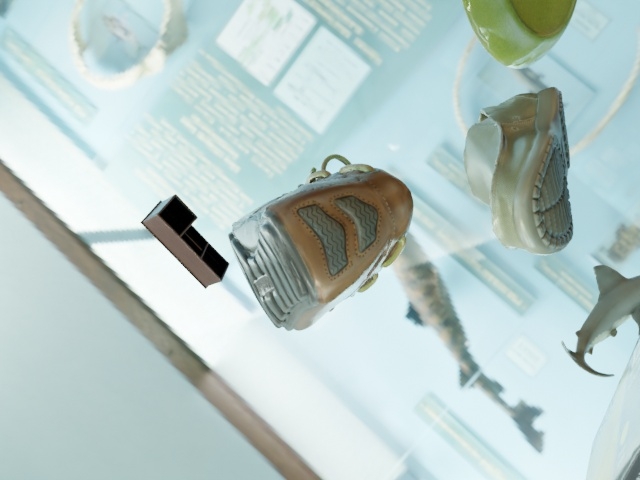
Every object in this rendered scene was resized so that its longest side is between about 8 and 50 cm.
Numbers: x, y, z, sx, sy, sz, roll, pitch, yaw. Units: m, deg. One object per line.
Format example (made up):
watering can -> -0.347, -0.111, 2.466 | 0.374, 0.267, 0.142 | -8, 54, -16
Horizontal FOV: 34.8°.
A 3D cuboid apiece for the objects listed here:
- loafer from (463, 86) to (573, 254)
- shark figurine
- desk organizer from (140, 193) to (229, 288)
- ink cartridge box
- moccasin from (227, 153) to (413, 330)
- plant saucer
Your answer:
loafer -> 0.175, -0.061, 0.918 | 0.268, 0.092, 0.102 | -58, -45, -62
shark figurine -> 0.446, 0.102, 1.592 | 0.116, 0.278, 0.166 | 60, 159, -11
desk organizer -> -0.176, 0.001, 1.384 | 0.130, 0.050, 0.047 | 47, -123, -15
ink cartridge box -> 0.370, 0.206, 1.176 | 0.072, 0.303, 0.307 | 14, -136, 9
moccasin -> -0.002, -0.003, 0.977 | 0.139, 0.147, 0.380 | 61, 167, 6
plant saucer -> 0.226, -0.310, 1.113 | 0.037, 0.241, 0.241 | 2, 169, 40
